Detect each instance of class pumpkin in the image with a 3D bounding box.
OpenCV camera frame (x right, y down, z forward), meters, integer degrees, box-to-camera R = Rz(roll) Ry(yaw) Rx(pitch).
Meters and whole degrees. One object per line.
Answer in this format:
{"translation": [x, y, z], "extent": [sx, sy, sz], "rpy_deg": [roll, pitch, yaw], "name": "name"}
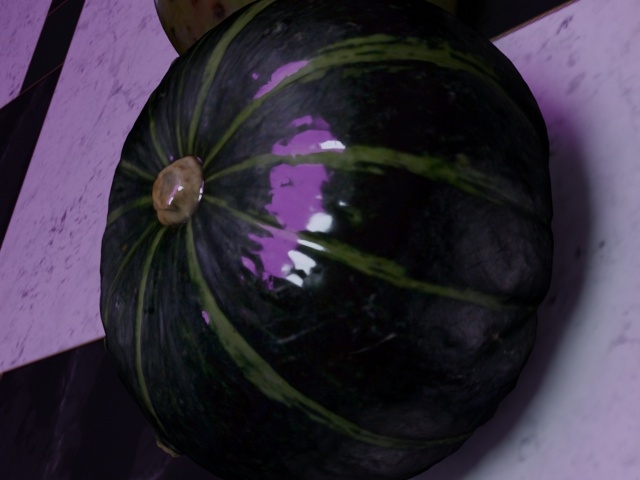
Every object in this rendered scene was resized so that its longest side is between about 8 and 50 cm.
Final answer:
{"translation": [0.000, 0.000, 0.798], "extent": [0.323, 0.241, 0.323], "rpy_deg": [-36, 42, 41], "name": "pumpkin"}

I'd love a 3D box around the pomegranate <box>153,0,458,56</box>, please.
{"translation": [-0.009, -0.162, 1.013], "extent": [0.242, 0.242, 0.305], "rpy_deg": [-113, 16, -54], "name": "pomegranate"}
